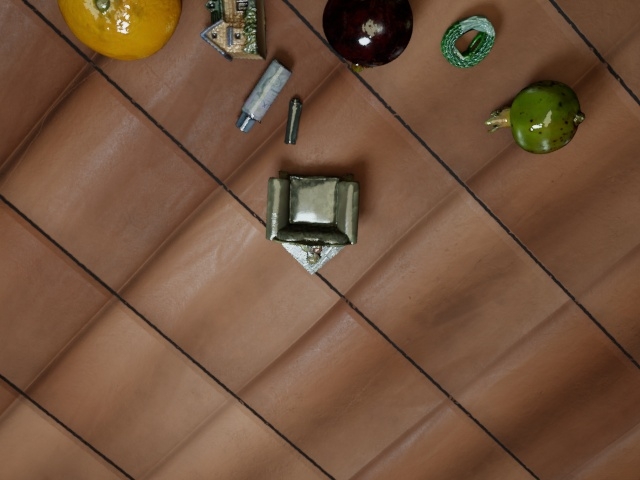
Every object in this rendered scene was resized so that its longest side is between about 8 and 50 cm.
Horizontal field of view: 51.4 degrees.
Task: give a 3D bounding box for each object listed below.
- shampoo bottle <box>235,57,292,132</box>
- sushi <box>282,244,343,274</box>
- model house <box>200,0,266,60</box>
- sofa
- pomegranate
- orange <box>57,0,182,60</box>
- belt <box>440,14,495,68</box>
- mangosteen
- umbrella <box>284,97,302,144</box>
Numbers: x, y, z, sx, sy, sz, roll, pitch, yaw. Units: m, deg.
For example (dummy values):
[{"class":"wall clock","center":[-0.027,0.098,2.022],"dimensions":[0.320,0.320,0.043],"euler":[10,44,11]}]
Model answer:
[{"class":"shampoo bottle","center":[-0.161,-0.396,1.845],"dimensions":[0.072,0.072,0.214],"euler":[34,106,-9]},{"class":"sushi","center":[0.000,0.000,1.991],"dimensions":[0.201,0.031,0.139],"euler":[-41,102,14]},{"class":"model house","center":[-0.235,-0.570,1.746],"dimensions":[0.172,0.166,0.183],"euler":[2,97,5]},{"class":"sofa","center":[-0.020,-0.090,1.867],"dimensions":[0.258,0.182,0.200],"euler":[4,98,3]},{"class":"pomegranate","center":[0.571,-0.320,1.784],"dimensions":[0.245,0.198,0.198],"euler":[-15,107,11]},{"class":"orange","center":[-0.502,-0.610,1.668],"dimensions":[0.311,0.312,0.312],"euler":[1,109,2]},{"class":"belt","center":[0.396,-0.532,1.775],"dimensions":[0.151,0.079,0.121],"euler":[-39,103,13]},{"class":"mangosteen","center":[0.116,-0.534,1.728],"dimensions":[0.235,0.236,0.261],"euler":[10,142,-2]},{"class":"umbrella","center":[-0.076,-0.336,1.882],"dimensions":[0.036,0.031,0.133],"euler":[0,110,-26]}]
